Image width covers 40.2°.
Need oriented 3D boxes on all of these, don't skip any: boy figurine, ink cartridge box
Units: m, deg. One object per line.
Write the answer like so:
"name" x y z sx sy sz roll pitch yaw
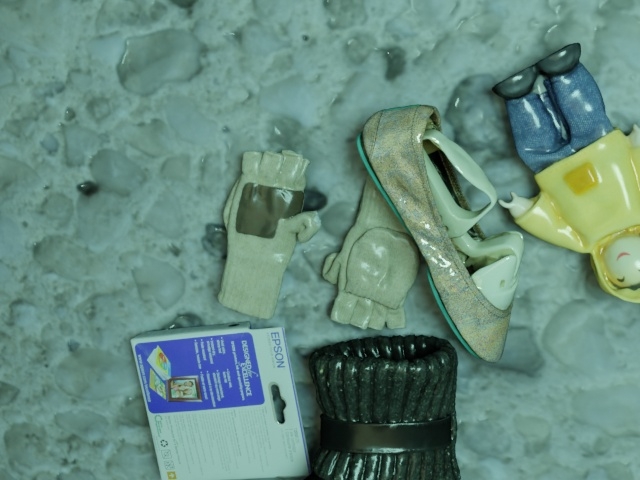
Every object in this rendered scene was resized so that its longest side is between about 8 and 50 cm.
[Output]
"boy figurine" 0.278 -0.055 0.920 0.177 0.092 0.285 -24 93 17
"ink cartridge box" -0.122 0.208 1.117 0.208 0.045 0.206 -6 103 15

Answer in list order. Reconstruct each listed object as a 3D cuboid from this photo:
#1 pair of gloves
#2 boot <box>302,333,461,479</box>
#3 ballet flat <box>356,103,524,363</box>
"pair of gloves" 0.000 0.000 1.035 0.240 0.042 0.204 8 101 8
"boot" 0.003 0.256 1.020 0.348 0.131 0.260 -13 107 -9
"ballet flat" 0.152 -0.005 0.936 0.106 0.107 0.316 -22 109 31
